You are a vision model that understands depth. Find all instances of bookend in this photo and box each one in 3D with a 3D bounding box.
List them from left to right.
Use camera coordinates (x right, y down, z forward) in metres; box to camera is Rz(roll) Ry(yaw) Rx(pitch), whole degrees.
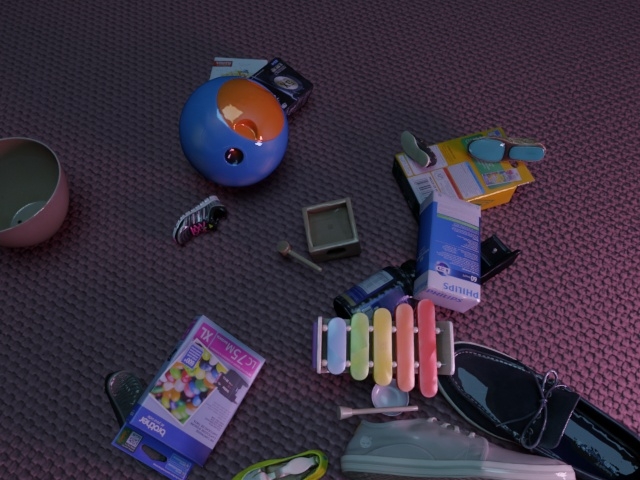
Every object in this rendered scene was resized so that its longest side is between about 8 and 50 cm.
[{"bbox_3d":[0.390,0.025,1.343,0.157,0.072,0.156,-29,64,-15],"label":"bookend"}]

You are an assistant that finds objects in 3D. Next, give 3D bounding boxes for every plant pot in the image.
[{"bbox_3d":[-0.767,-0.093,1.350,0.283,0.191,0.284,-1,61,1],"label":"plant pot"}]

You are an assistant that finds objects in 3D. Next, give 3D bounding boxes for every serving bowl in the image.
[{"bbox_3d":[0.155,0.354,1.187,0.083,0.027,0.084,0,61,0],"label":"serving bowl"}]

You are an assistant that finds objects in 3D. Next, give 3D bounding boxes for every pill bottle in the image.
[{"bbox_3d":[0.150,0.137,1.254,0.219,0.123,0.123,-29,65,-15],"label":"pill bottle"}]

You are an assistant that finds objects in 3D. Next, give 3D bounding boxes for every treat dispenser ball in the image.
[{"bbox_3d":[-0.228,-0.286,1.400,0.287,0.288,0.289,0,61,0],"label":"treat dispenser ball"}]

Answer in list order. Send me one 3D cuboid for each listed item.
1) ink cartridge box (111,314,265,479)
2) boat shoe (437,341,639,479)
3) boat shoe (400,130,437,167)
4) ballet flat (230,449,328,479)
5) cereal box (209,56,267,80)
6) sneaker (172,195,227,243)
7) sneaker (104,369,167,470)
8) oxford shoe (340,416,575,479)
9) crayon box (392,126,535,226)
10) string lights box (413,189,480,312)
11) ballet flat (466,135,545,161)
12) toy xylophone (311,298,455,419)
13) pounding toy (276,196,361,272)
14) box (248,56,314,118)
[{"bbox_3d":[-0.274,0.339,1.133,0.185,0.065,0.311,39,66,-16],"label":"ink cartridge box"},{"bbox_3d":[0.468,0.367,1.108,0.500,0.156,0.187,33,68,19],"label":"boat shoe"},{"bbox_3d":[0.262,-0.245,1.419,0.041,0.049,0.133,-7,49,-35],"label":"boat shoe"},{"bbox_3d":[-0.095,0.486,1.087,0.230,0.077,0.077,-17,63,-9],"label":"ballet flat"},{"bbox_3d":[-0.260,-0.465,1.634,0.172,0.047,0.240,3,61,0],"label":"cereal box"},{"bbox_3d":[-0.312,-0.047,1.393,0.074,0.063,0.170,32,61,23],"label":"sneaker"},{"bbox_3d":[-0.403,0.385,1.156,0.083,0.118,0.222,-21,90,-31],"label":"sneaker"},{"bbox_3d":[0.261,0.423,1.050,0.448,0.169,0.130,-1,53,17],"label":"oxford shoe"},{"bbox_3d":[0.385,-0.176,1.449,0.322,0.083,0.203,-16,62,-8],"label":"crayon box"},{"bbox_3d":[0.299,0.023,1.237,0.133,0.077,0.260,18,59,-11],"label":"string lights box"},{"bbox_3d":[0.491,-0.248,1.414,0.206,0.073,0.067,8,34,1],"label":"ballet flat"},{"bbox_3d":[0.133,0.255,1.123,0.322,0.081,0.237,-4,80,-15],"label":"toy xylophone"},{"bbox_3d":[-0.004,0.010,1.350,0.205,0.094,0.181,-12,66,4],"label":"pounding toy"},{"bbox_3d":[-0.133,-0.436,1.566,0.147,0.077,0.180,39,57,3],"label":"box"}]
